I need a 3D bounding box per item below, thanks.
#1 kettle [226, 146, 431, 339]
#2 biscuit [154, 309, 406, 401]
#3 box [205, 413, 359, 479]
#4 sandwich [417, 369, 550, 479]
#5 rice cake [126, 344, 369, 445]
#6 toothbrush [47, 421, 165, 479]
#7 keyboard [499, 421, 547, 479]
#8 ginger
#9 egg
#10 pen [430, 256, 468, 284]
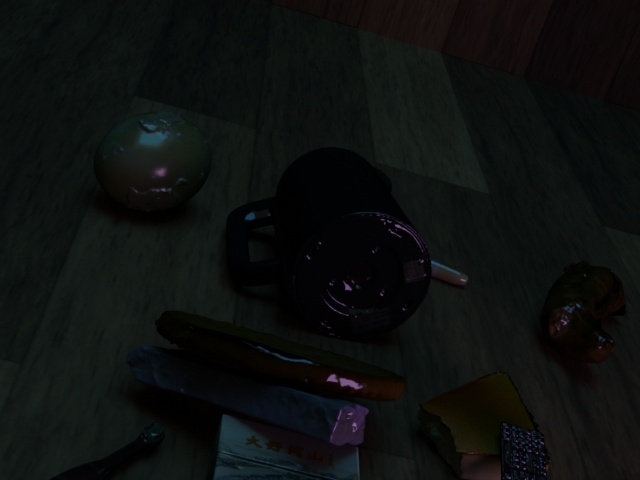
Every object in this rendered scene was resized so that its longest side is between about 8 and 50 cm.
[{"bbox_3d":[0.011,0.008,1.790,0.203,0.262,0.308,47,9,-25],"label":"kettle"},{"bbox_3d":[-0.049,0.144,1.442,0.318,0.040,0.318,16,-1,0],"label":"biscuit"},{"bbox_3d":[-0.043,0.298,1.234,0.164,0.069,0.256,15,25,-7],"label":"box"},{"bbox_3d":[0.198,0.237,1.542,0.163,0.058,0.193,11,28,-15],"label":"sandwich"},{"bbox_3d":[-0.083,0.179,1.363,0.298,0.050,0.106,12,-3,30],"label":"rice cake"},{"bbox_3d":[-0.271,0.263,1.188,0.041,0.040,0.364,29,26,21],"label":"toothbrush"},{"bbox_3d":[0.247,0.307,1.412,0.061,0.013,0.204,17,42,-8],"label":"keyboard"},{"bbox_3d":[0.430,0.114,1.913,0.133,0.107,0.309,47,29,5],"label":"ginger"},{"bbox_3d":[-0.267,-0.125,1.859,0.164,0.164,0.201,35,32,32],"label":"egg"},{"bbox_3d":[0.138,0.027,1.971,0.233,0.032,0.040,22,48,7],"label":"pen"}]
